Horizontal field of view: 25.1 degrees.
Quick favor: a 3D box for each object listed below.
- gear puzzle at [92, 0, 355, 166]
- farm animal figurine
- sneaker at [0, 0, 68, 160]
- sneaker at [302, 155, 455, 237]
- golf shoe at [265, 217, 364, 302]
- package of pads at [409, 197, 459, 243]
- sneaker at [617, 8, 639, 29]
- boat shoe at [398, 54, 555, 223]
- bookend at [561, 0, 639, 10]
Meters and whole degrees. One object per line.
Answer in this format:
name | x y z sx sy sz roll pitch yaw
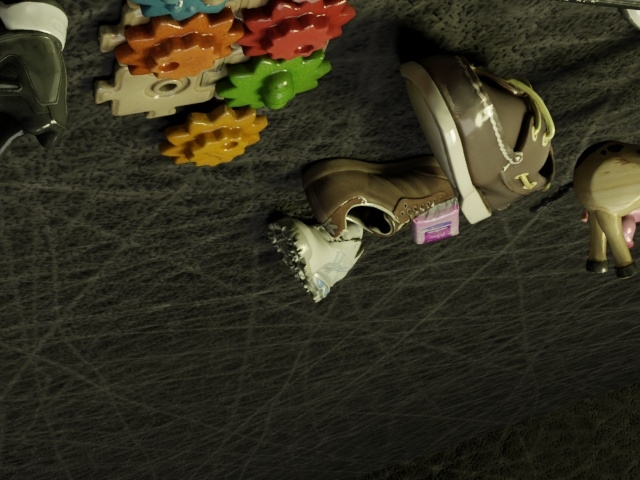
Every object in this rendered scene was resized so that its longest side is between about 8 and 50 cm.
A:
gear puzzle | -0.068 -0.117 1.010 0.175 0.044 0.339 -11 162 -16
farm animal figurine | 0.394 -0.088 1.247 0.327 0.172 0.330 2 -163 39
sneaker | -0.259 -0.068 0.886 0.234 0.106 0.078 -18 162 5
sneaker | 0.065 -0.034 1.342 0.188 0.071 0.066 -3 158 -36
golf shoe | 0.000 0.000 1.439 0.086 0.069 0.176 -37 165 -2
package of pads | 0.117 -0.025 1.486 0.050 0.032 0.083 -13 163 1
sneaker | 0.318 -0.191 1.068 0.132 0.086 0.229 -31 157 33
boat shoe | 0.137 -0.090 1.173 0.097 0.116 0.324 -23 166 7
bookend | 0.201 -0.218 0.895 0.156 0.072 0.157 -1 157 -39
